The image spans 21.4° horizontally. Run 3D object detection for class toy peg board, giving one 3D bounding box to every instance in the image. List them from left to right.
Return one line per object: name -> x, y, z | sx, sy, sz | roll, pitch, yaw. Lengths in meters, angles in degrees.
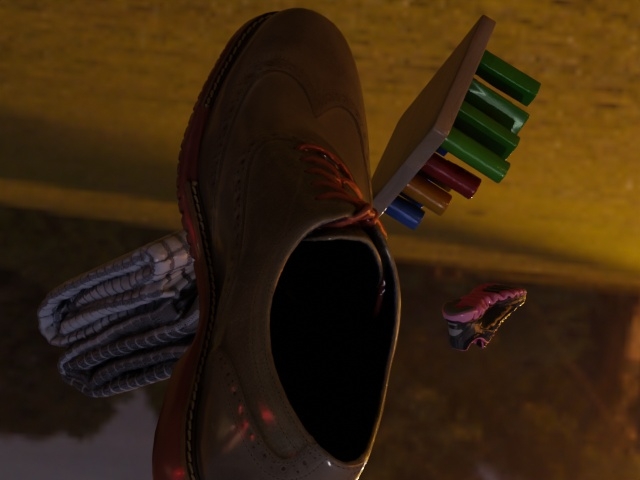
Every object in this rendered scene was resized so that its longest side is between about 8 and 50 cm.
toy peg board -> 0.115, -0.083, 1.477 | 0.079, 0.161, 0.160 | 32, 137, -6

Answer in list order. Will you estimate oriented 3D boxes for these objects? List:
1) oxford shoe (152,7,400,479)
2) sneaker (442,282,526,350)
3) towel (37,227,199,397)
oxford shoe -> 0.000, 0.000, 0.905 | 0.123, 0.348, 0.130 | 21, 142, -27
sneaker -> 0.169, 0.080, 1.738 | 0.047, 0.057, 0.119 | 9, -159, 44
towel -> -0.103, 0.042, 1.571 | 0.235, 0.121, 0.284 | -27, -177, -36
